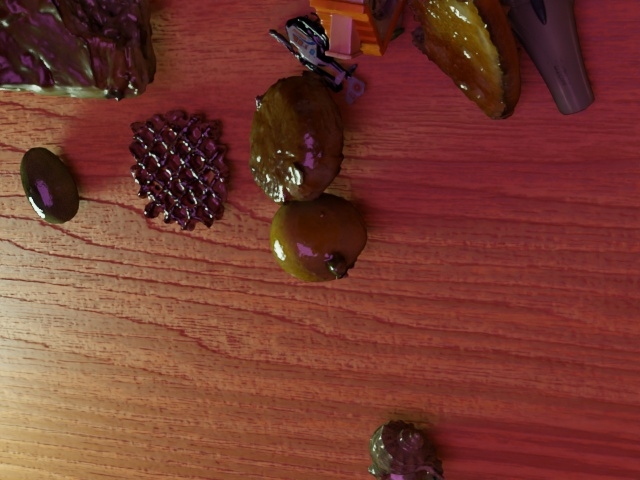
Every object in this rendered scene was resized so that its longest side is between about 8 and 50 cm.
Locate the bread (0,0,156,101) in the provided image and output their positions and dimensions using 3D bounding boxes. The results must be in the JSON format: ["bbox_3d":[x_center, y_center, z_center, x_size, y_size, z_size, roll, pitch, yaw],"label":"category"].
[{"bbox_3d":[-0.476,-0.416,1.602,0.370,0.191,0.314,1,119,11],"label":"bread"}]

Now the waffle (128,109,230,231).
[{"bbox_3d":[-0.267,-0.130,1.713,0.221,0.055,0.234,0,106,24],"label":"waffle"}]

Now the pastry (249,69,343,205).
[{"bbox_3d":[-0.044,-0.174,1.533,0.218,0.100,0.229,23,111,55],"label":"pastry"}]

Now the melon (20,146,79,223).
[{"bbox_3d":[-0.545,-0.110,1.809,0.099,0.099,0.162,-16,103,27],"label":"melon"}]

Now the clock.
[{"bbox_3d":[0.075,-0.410,1.359,0.106,0.220,0.255,15,117,24],"label":"clock"}]

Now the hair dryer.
[{"bbox_3d":[0.401,-0.333,1.343,0.298,0.119,0.296,-3,116,10],"label":"hair dryer"}]

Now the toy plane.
[{"bbox_3d":[0.002,-0.318,1.530,0.197,0.053,0.078,42,128,3],"label":"toy plane"}]

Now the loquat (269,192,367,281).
[{"bbox_3d":[0.000,0.000,1.578,0.204,0.172,0.149,-125,38,-48],"label":"loquat"}]

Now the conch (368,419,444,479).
[{"bbox_3d":[0.157,0.426,1.721,0.155,0.130,0.207,42,135,17],"label":"conch"}]

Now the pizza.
[{"bbox_3d":[0.222,-0.313,1.356,0.089,0.323,0.223,-42,62,-5],"label":"pizza"}]
